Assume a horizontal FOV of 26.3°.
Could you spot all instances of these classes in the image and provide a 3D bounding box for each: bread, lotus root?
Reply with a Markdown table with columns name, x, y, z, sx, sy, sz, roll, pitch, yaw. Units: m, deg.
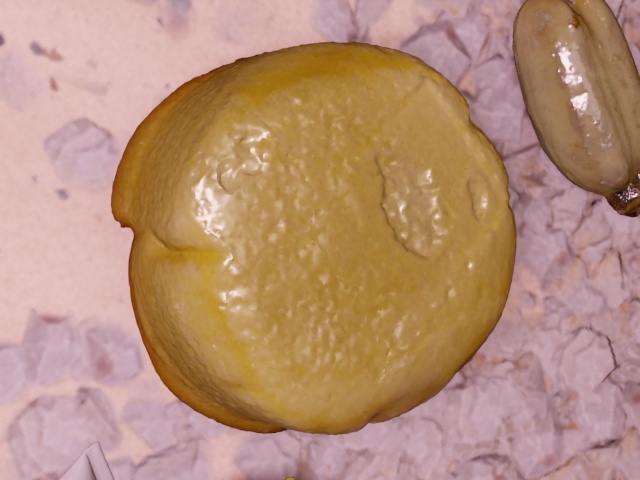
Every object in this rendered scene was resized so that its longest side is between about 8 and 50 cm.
| name | x | y | z | sx | sy | sz | roll | pitch | yaw |
| --- | --- | --- | --- | --- | --- | --- | --- | --- | --- |
| bread | 0.000 | 0.000 | 0.899 | 0.270 | 0.148 | 0.270 | -1 | 93 | -27 |
| lotus root | 0.198 | -0.101 | 1.022 | 0.090 | 0.077 | 0.183 | -30 | 102 | -31 |

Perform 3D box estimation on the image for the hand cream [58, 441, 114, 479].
| name | x | y | z | sx | sy | sz | roll | pitch | yaw |
| --- | --- | --- | --- | --- | --- | --- | --- | --- | --- |
| hand cream | -0.175 | 0.236 | 0.818 | 0.248 | 0.083 | 0.133 | -39 | 112 | -56 |

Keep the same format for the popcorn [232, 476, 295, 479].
| name | x | y | z | sx | sy | sz | roll | pitch | yaw |
| --- | --- | --- | --- | --- | --- | --- | --- | --- | --- |
| popcorn | -0.043 | 0.213 | 0.906 | 0.121 | 0.116 | 0.106 | -39 | 148 | -16 |
